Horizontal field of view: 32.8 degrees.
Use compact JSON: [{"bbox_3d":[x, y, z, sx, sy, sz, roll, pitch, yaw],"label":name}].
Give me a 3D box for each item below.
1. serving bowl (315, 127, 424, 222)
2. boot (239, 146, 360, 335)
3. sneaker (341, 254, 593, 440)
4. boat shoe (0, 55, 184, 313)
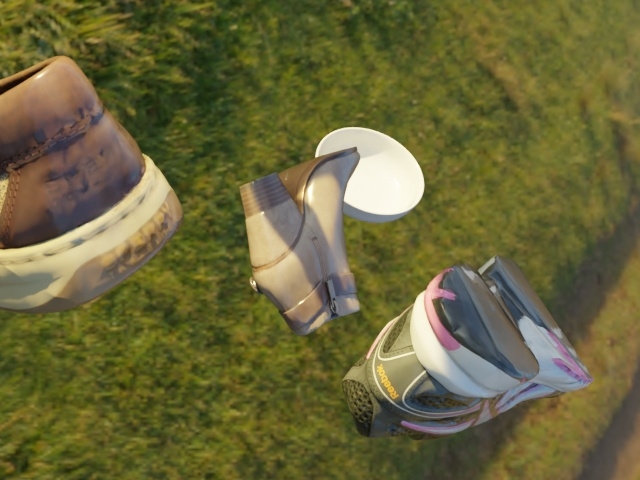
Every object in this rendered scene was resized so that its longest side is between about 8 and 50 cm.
[{"bbox_3d":[0.033,-0.043,0.796,0.083,0.027,0.083,11,50,-13],"label":"serving bowl"},{"bbox_3d":[0.000,0.000,0.592,0.118,0.042,0.087,-26,94,-51],"label":"boot"},{"bbox_3d":[0.061,0.052,0.486,0.178,0.077,0.072,17,41,-61],"label":"sneaker"},{"bbox_3d":[-0.224,-0.043,0.558,0.123,0.342,0.123,-50,129,-36],"label":"boat shoe"}]
